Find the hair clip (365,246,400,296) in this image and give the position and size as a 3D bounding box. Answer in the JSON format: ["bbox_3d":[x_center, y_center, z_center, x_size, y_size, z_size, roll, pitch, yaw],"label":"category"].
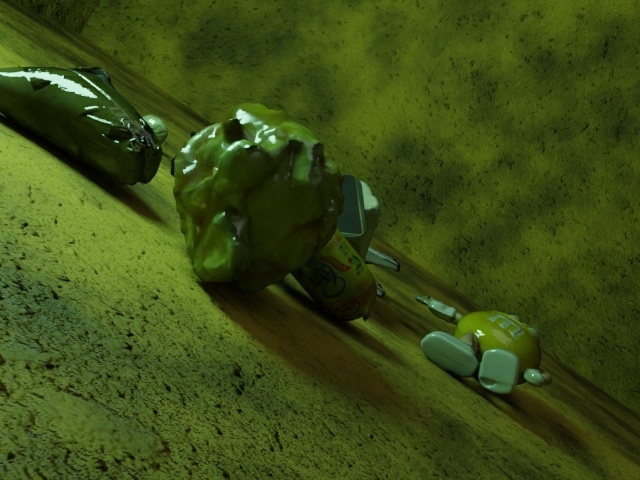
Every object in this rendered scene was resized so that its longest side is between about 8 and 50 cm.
[{"bbox_3d":[0.048,0.028,2.112,0.331,0.101,0.085,29,12,-17],"label":"hair clip"}]

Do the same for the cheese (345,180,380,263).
[{"bbox_3d":[0.000,0.001,1.910,0.248,0.251,0.173,-6,36,-15],"label":"cheese"}]

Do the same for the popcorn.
[{"bbox_3d":[-0.101,-0.065,1.312,0.279,0.274,0.335,-4,31,-32],"label":"popcorn"}]

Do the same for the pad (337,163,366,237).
[{"bbox_3d":[-0.080,-0.101,1.752,0.375,0.063,0.315,6,39,-8],"label":"pad"}]

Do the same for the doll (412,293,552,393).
[{"bbox_3d":[0.377,0.244,1.883,0.348,0.161,0.423,27,13,-8],"label":"doll"}]

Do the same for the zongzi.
[{"bbox_3d":[-0.451,-0.202,1.408,0.300,0.145,0.274,0,36,-46],"label":"zongzi"}]

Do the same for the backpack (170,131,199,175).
[{"bbox_3d":[-0.268,-0.167,1.953,0.165,0.120,0.106,31,29,-21],"label":"backpack"}]

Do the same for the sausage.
[{"bbox_3d":[-0.014,0.018,1.539,0.347,0.123,0.123,50,5,-7],"label":"sausage"}]

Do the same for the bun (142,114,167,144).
[{"bbox_3d":[-0.437,-0.280,2.108,0.086,0.086,0.055,32,38,-7],"label":"bun"}]
